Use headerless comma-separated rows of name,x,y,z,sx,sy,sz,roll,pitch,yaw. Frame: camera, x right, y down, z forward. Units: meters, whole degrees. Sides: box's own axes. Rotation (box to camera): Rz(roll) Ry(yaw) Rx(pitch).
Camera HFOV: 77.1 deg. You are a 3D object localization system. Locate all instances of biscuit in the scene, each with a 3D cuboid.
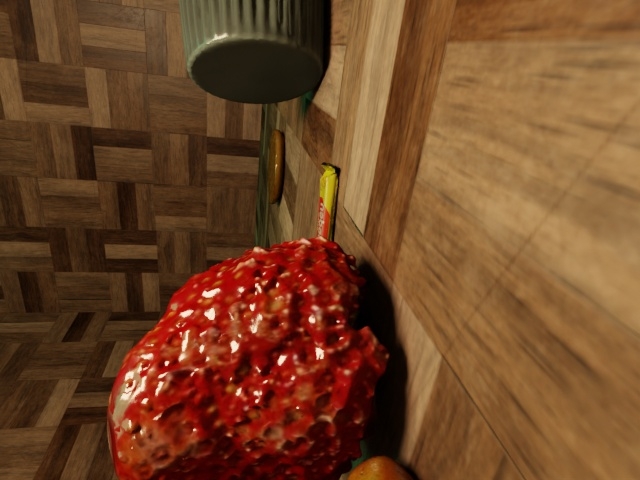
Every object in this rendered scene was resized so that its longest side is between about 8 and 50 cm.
biscuit,-0.155,-0.256,1.399,0.262,0.037,0.261,-178,90,-78
biscuit,0.003,0.019,0.667,0.048,0.026,0.291,-139,53,-70

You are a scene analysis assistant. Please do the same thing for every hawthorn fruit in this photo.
hawthorn fruit,0.052,0.222,0.334,0.077,0.077,0.077,-178,90,-78

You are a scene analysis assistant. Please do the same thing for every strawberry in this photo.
strawberry,-0.058,0.130,0.431,0.261,0.258,0.260,173,90,-85

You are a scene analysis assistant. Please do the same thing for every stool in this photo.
stool,-0.129,-0.465,0.757,0.297,0.298,0.329,152,116,-76

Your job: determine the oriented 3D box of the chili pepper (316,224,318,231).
chili pepper,0.000,0.000,0.701,0.027,0.022,0.083,-136,53,-75
